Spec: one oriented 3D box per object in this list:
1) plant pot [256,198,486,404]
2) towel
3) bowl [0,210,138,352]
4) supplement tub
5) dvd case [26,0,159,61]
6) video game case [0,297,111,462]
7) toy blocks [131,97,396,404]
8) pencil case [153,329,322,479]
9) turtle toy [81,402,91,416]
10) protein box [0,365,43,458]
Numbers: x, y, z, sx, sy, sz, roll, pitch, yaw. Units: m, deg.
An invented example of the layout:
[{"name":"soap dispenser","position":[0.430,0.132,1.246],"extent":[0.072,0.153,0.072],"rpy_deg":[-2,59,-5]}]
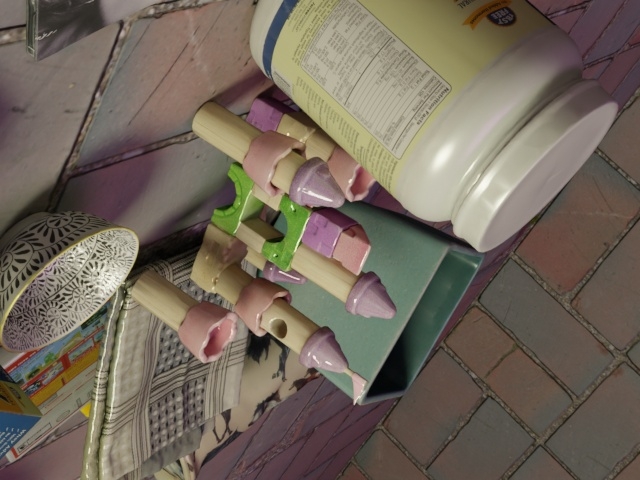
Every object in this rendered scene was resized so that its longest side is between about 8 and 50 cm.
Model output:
[{"name":"plant pot","position":[0.047,0.056,1.687],"extent":[0.248,0.252,0.247],"rpy_deg":[-61,162,6]},{"name":"towel","position":[-0.184,0.160,1.538],"extent":[0.312,0.056,0.324],"rpy_deg":[-25,132,-60]},{"name":"bowl","position":[-0.271,0.024,1.181],"extent":[0.170,0.080,0.170],"rpy_deg":[-41,164,-15]},{"name":"supplement tub","position":[0.113,-0.169,1.210],"extent":[0.235,0.325,0.235],"rpy_deg":[-41,163,-15]},{"name":"dvd case","position":[-0.141,-0.246,0.957],"extent":[0.221,0.018,0.164],"rpy_deg":[-35,161,-31]},{"name":"video game case","position":[-0.328,0.163,1.475],"extent":[0.204,0.025,0.285],"rpy_deg":[-38,163,-21]},{"name":"toy blocks","position":[0.000,0.000,1.377],"extent":[0.309,0.260,0.288],"rpy_deg":[-18,136,-57]},{"name":"pencil case","position":[-0.115,0.215,1.873],"extent":[0.410,0.160,0.183],"rpy_deg":[-34,156,-34]},{"name":"turtle toy","position":[-0.267,0.223,1.671],"extent":[0.130,0.095,0.066],"rpy_deg":[-47,-175,10]},{"name":"protein box","position":[-0.411,0.182,1.121],"extent":[0.200,0.136,0.201],"rpy_deg":[-45,164,0]}]
